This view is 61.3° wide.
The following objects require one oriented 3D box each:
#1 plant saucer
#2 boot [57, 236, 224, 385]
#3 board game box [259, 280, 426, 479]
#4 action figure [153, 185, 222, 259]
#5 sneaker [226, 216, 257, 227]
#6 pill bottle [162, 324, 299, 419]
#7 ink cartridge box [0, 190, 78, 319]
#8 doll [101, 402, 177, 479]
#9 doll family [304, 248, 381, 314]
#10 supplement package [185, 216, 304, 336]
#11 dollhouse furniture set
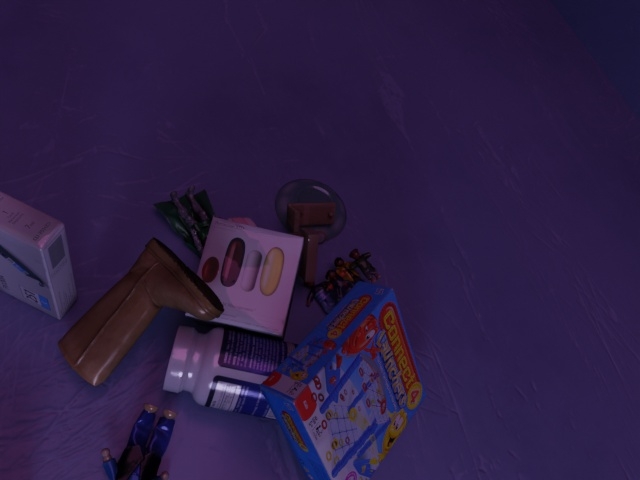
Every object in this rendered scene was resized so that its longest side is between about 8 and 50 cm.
[{"bbox_3d":[-0.018,-0.089,1.388,0.195,0.037,0.194,10,57,-15],"label":"plant saucer"},{"bbox_3d":[-0.330,0.157,0.993,0.236,0.089,0.269,38,86,36],"label":"boot"},{"bbox_3d":[0.063,0.292,1.038,0.302,0.086,0.308,-43,126,-34],"label":"board game box"},{"bbox_3d":[-0.266,-0.017,1.241,0.137,0.063,0.232,-25,75,-34],"label":"action figure"},{"bbox_3d":[-0.173,-0.001,1.266,0.070,0.051,0.134,-9,58,-19],"label":"sneaker"},{"bbox_3d":[-0.161,0.255,1.052,0.265,0.153,0.153,16,56,-11],"label":"pill bottle"},{"bbox_3d":[-0.575,0.005,0.965,0.261,0.296,0.066,28,55,-1],"label":"ink cartridge box"},{"bbox_3d":[-0.328,0.394,0.969,0.129,0.046,0.189,24,60,-16],"label":"doll"},{"bbox_3d":[0.047,0.095,1.278,0.193,0.076,0.111,-36,82,-30],"label":"doll family"},{"bbox_3d":[-0.148,0.085,1.114,0.194,0.149,0.203,12,74,-1],"label":"supplement package"},{"bbox_3d":[0.000,0.000,1.271,0.123,0.144,0.151,-3,21,-22],"label":"dollhouse furniture set"}]
